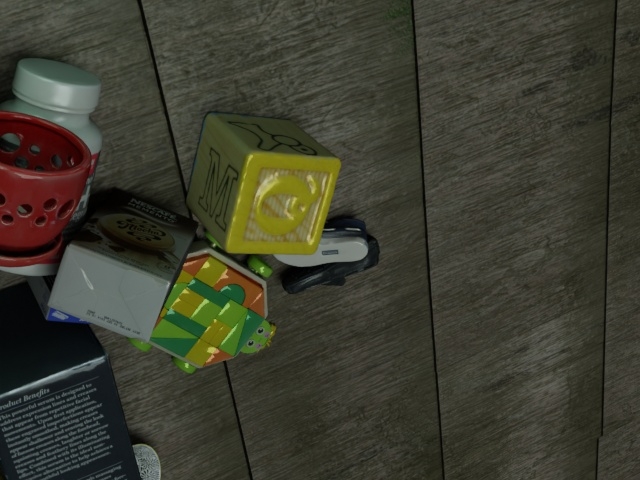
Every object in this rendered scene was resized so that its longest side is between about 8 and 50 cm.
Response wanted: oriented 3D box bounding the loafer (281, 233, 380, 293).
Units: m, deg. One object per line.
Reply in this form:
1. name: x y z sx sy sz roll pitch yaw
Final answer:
1. loafer: 0.026 0.062 2.048 0.223 0.076 0.078 -25 118 -21

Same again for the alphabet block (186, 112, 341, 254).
1. alphabet block: -0.106 -0.102 1.802 0.192 0.197 0.194 1 116 -30

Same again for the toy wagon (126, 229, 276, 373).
1. toy wagon: -0.203 0.138 1.963 0.344 0.068 0.267 35 96 -38

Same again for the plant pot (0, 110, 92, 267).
1. plant pot: -0.435 -0.068 1.434 0.191 0.191 0.174 2 122 -31

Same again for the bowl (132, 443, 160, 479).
1. bowl: -0.405 0.481 2.014 0.170 0.080 0.170 -23 117 -54

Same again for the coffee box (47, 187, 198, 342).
1. coffee box: -0.316 0.033 1.666 0.168 0.297 0.119 21 108 -6

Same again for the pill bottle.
1. pill bottle: -0.448 -0.119 1.606 0.176 0.176 0.319 5 114 -32

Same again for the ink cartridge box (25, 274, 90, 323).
1. ink cartridge box: -0.436 0.069 1.698 0.097 0.207 0.046 9 111 -33

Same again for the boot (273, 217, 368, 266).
1. boot: 0.000 0.000 2.011 0.189 0.086 0.069 1 128 1

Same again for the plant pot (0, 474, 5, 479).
1. plant pot: -0.643 0.459 1.862 0.134 0.134 0.095 -16 99 -22

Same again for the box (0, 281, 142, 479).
1. box: -0.469 0.312 1.761 0.212 0.293 0.396 -20 124 -20
